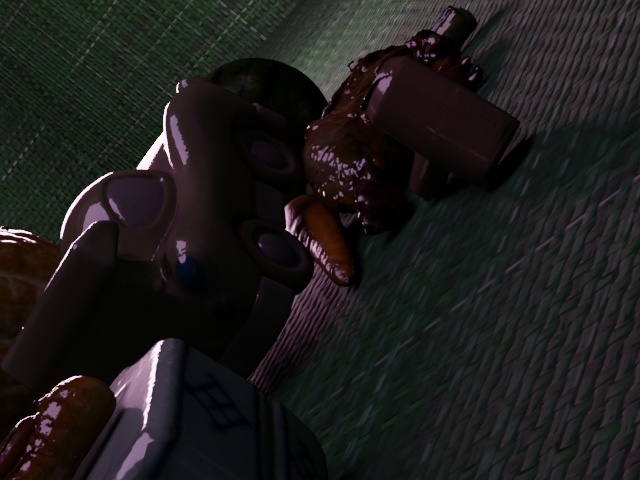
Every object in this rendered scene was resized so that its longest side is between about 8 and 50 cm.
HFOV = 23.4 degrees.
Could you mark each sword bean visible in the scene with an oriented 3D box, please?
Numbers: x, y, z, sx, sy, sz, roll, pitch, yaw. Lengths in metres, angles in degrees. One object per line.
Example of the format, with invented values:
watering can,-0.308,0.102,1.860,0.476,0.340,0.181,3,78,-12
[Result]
sword bean,0.073,-0.144,1.676,0.269,0.038,0.043,-49,17,19

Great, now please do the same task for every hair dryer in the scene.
hair dryer,0.089,-0.074,1.254,0.064,0.117,0.181,-57,-8,-18

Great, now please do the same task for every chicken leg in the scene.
chicken leg,0.068,-0.104,1.481,0.177,0.083,0.322,-14,33,44

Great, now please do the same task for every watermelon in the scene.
watermelon,-0.076,-0.112,1.777,0.188,0.188,0.214,-45,13,33

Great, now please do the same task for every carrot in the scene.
carrot,0.000,0.000,1.457,0.061,0.061,0.256,-51,13,4

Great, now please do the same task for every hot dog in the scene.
hot dog,-0.191,0.166,0.903,0.215,0.047,0.066,-59,10,-32

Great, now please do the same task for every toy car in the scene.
toy car,-0.159,0.009,1.460,0.242,0.226,0.336,-55,25,30

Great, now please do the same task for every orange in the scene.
orange,-0.316,0.146,1.620,0.249,0.329,0.329,-10,12,-2

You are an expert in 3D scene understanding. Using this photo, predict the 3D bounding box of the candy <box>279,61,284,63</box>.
candy,-0.091,-0.088,1.975,0.265,0.116,0.155,-51,13,12

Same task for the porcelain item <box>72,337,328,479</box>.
porcelain item,-0.120,0.224,0.954,0.281,0.157,0.286,-52,12,8
